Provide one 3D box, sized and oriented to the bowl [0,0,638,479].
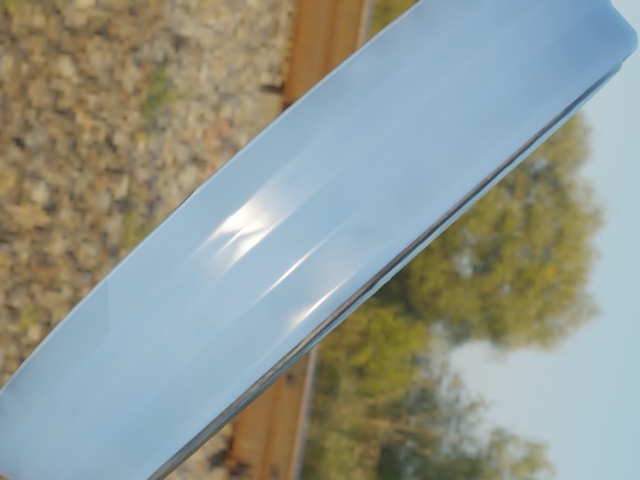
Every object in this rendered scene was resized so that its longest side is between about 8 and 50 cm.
[{"bbox_3d":[0.000,0.000,0.813,0.391,0.077,0.391,-41,177,-3],"label":"bowl"}]
